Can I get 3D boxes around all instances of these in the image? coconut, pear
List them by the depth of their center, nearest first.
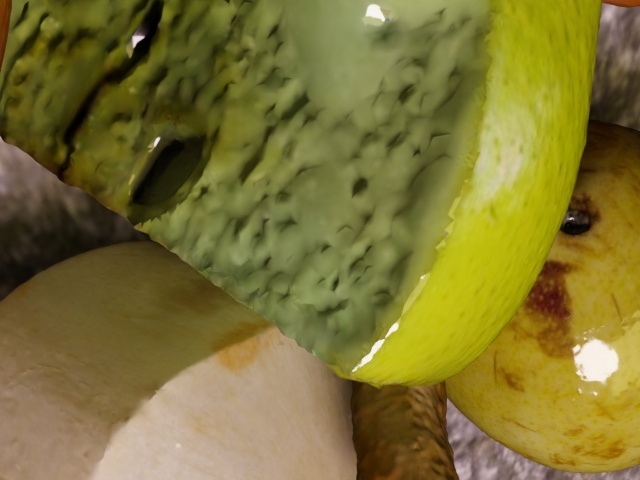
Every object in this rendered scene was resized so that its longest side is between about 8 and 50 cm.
[{"bbox_3d":[0.003,-0.131,0.538,0.238,0.342,0.318,10,109,-59],"label":"pear"},{"bbox_3d":[-0.088,0.158,0.690,0.322,0.323,0.323,-17,133,-20],"label":"coconut"},{"bbox_3d":[0.202,0.035,0.823,0.283,0.283,0.284,-17,133,-20],"label":"pear"}]

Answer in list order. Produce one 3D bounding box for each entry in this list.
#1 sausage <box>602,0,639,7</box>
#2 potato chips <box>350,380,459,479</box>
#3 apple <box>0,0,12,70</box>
[{"bbox_3d":[0.155,-0.224,0.689,0.274,0.105,0.105,9,120,-38],"label":"sausage"},{"bbox_3d":[0.058,0.007,0.665,0.057,0.407,0.080,33,138,-33],"label":"potato chips"},{"bbox_3d":[-0.302,-0.098,0.325,0.374,0.374,0.384,-42,142,5],"label":"apple"}]
